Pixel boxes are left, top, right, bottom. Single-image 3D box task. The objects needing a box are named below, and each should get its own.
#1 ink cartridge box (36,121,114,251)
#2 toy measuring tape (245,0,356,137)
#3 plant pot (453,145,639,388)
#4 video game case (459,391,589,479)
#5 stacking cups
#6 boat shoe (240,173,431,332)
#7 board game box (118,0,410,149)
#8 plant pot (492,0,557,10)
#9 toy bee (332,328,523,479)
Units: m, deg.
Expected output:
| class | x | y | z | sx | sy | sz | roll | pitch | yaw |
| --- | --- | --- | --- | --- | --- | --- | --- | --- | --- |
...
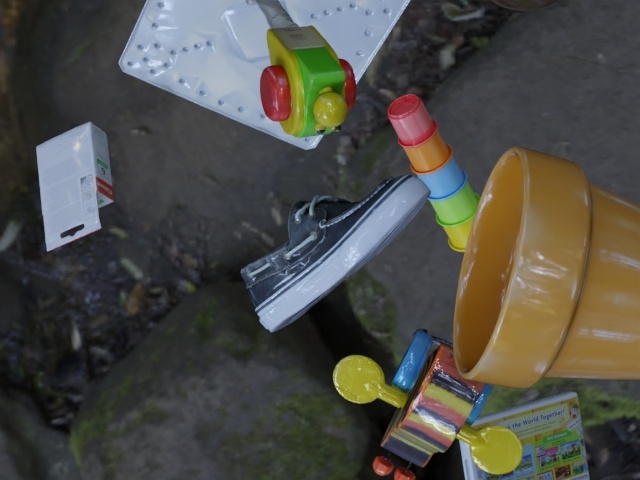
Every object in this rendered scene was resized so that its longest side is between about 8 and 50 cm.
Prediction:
| class | x | y | z | sx | sy | sz | roll | pitch | yaw |
| --- | --- | --- | --- | --- | --- | --- | --- | --- | --- |
| ink cartridge box | -0.223 | -0.046 | 1.025 | 0.063 | 0.029 | 0.115 | -22 | 62 | 18 |
| toy measuring tape | -0.037 | -0.217 | 1.429 | 0.121 | 0.121 | 0.330 | -65 | 32 | 23 |
| plant pot | 0.233 | 0.038 | 0.967 | 0.188 | 0.205 | 0.205 | 12 | 107 | -4 |
| video game case | 0.314 | 0.352 | 1.686 | 0.026 | 0.227 | 0.206 | -6 | 92 | 59 |
| stacking cups | 0.206 | -0.116 | 1.983 | 0.096 | 0.096 | 0.316 | -6 | 135 | 35 |
| boat shoe | 0.000 | 0.000 | 1.457 | 0.335 | 0.121 | 0.119 | -40 | 84 | 36 |
| board game box | -0.100 | -0.374 | 1.926 | 0.390 | 0.050 | 0.390 | 22 | 130 | -16 |
| plant pot | 0.239 | -0.438 | 1.526 | 0.215 | 0.230 | 0.215 | 1 | 92 | 36 |
| toy bee | 0.118 | 0.188 | 1.160 | 0.195 | 0.298 | 0.162 | 25 | 89 | 25 |
